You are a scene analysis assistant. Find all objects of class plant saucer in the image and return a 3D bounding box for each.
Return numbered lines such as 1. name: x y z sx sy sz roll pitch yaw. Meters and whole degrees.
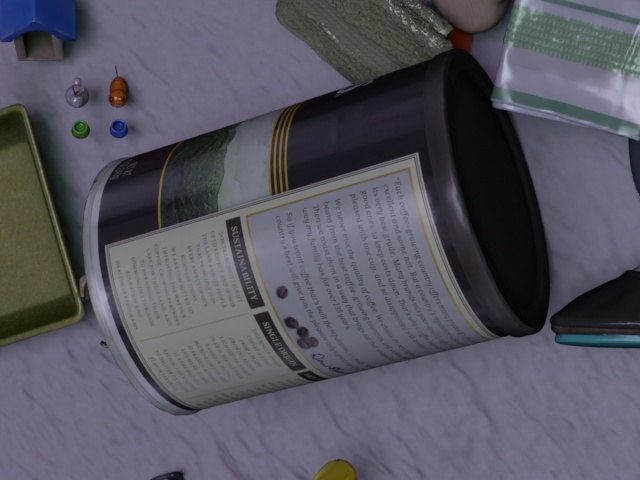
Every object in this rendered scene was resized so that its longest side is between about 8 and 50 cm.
1. plant saucer: -0.292 0.000 1.205 0.188 0.045 0.188 -17 87 21

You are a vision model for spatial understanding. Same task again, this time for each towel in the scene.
1. towel: 0.031 -0.159 1.051 0.148 0.027 0.110 43 146 11
2. towel: 0.185 -0.149 0.943 0.113 0.023 0.152 13 107 -2

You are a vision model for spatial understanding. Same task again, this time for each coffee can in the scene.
1. coffee can: 0.000 0.000 1.009 0.275 0.201 0.201 -16 88 21

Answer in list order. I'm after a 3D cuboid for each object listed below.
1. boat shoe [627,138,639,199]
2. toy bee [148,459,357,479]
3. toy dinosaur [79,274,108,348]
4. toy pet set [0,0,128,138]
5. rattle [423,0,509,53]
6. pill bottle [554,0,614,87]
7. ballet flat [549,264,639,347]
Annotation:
1. boat shoe: 0.279 -0.159 0.947 0.116 0.099 0.319 21 101 17
2. toy bee: -0.034 0.271 1.063 0.298 0.162 0.195 -12 91 21
3. toy dinosaur: -0.143 0.034 1.149 0.093 0.053 0.183 -11 106 14
4. toy pet set: -0.218 -0.146 1.137 0.122 0.065 0.114 -2 66 -6
5. rattle: 0.117 -0.224 1.030 0.130 0.142 0.199 9 141 17
6. pill bottle: 0.191 -0.178 0.991 0.078 0.078 0.137 17 99 19
7. ballet flat: 0.300 0.039 0.963 0.280 0.095 0.096 6 86 10
